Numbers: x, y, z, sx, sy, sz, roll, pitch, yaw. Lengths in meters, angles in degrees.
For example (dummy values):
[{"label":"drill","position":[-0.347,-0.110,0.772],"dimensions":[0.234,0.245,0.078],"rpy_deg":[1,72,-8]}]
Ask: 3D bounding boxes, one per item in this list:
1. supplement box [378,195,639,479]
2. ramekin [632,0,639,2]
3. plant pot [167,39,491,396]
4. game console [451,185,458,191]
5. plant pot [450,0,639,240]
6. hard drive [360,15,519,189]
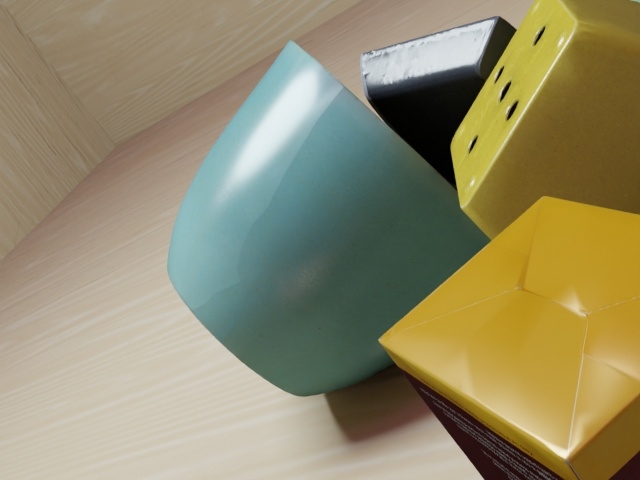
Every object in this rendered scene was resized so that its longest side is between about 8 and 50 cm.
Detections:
[{"label":"supplement box","position":[0.163,0.101,0.499],"dimensions":[0.129,0.194,0.191],"rpy_deg":[-40,19,-9]},{"label":"ramekin","position":[0.357,-0.235,0.915],"dimensions":[0.303,0.148,0.303],"rpy_deg":[-29,3,2]},{"label":"plant pot","position":[0.000,0.000,0.927],"dimensions":[0.235,0.293,0.293],"rpy_deg":[-46,17,6]},{"label":"game console","position":[0.161,-0.090,1.212],"dimensions":[0.361,0.044,0.213],"rpy_deg":[-45,20,-25]},{"label":"plant pot","position":[0.210,-0.064,0.706],"dimensions":[0.212,0.187,0.212],"rpy_deg":[-61,9,24]},{"label":"hard drive","position":[0.164,-0.091,0.883],"dimensions":[0.172,0.255,0.054],"rpy_deg":[-4,58,48]}]
